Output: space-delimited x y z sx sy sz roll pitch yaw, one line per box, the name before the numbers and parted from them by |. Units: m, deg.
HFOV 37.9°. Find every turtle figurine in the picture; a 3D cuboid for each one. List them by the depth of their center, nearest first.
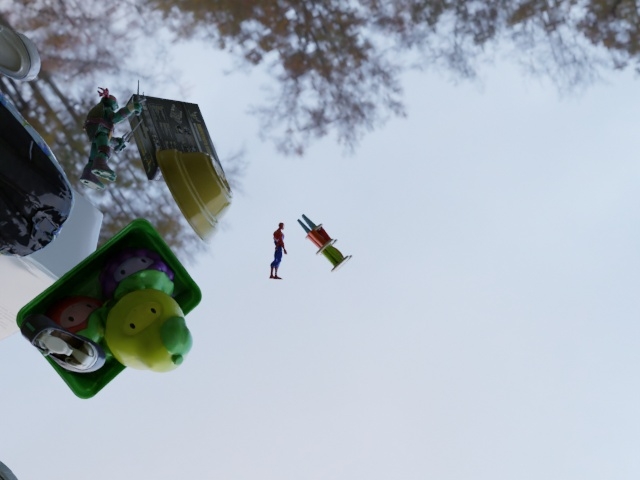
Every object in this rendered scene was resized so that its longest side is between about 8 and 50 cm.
turtle figurine | -0.459 -0.235 2.032 0.175 0.118 0.234 131 -28 -66

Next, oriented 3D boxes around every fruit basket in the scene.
fruit basket | -0.428 0.157 2.011 0.392 0.283 0.392 -33 -166 10

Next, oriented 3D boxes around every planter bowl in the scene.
planter bowl | -0.233 -0.107 1.848 0.090 0.217 0.217 -28 -143 4

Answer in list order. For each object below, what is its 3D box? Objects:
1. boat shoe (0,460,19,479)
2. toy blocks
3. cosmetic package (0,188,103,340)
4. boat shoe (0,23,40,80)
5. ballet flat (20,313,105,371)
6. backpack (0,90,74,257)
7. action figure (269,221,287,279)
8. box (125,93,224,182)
boat shoe | -0.640 0.537 1.857 0.109 0.302 0.094 -55 165 23
toy blocks | 0.000 0.000 2.062 0.054 0.148 0.123 -44 174 6
cosmetic package | -0.865 0.026 2.535 0.393 0.327 0.329 -24 -138 23
boat shoe | -0.666 -0.397 1.844 0.258 0.095 0.084 35 -159 19
ballet flat | -0.469 0.203 1.735 0.074 0.203 0.074 -21 -131 26
backpack | -0.667 -0.130 1.894 0.290 0.355 0.273 -52 -165 -14
action figure | -0.084 0.021 1.880 0.030 0.115 0.038 3 180 -23
box | -0.346 -0.236 2.207 0.056 0.183 0.231 -47 -126 37
